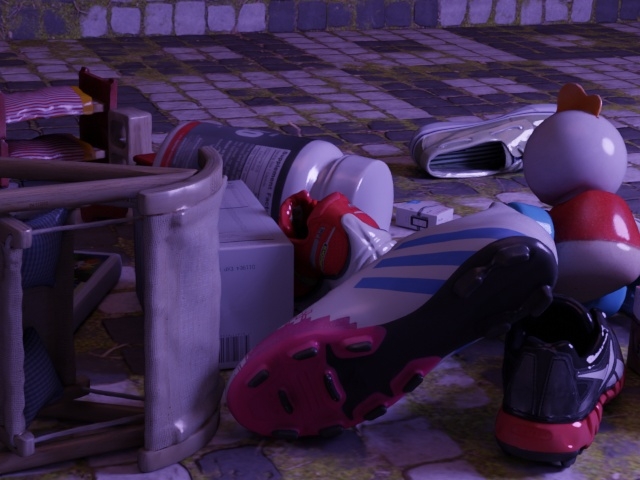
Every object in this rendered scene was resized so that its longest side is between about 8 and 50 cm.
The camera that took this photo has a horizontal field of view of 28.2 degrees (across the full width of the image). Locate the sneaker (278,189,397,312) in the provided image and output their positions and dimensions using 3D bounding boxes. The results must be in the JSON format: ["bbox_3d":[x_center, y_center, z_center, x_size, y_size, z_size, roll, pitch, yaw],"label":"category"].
[{"bbox_3d":[0.000,0.000,1.392,0.107,0.118,0.279,-43,4,-19],"label":"sneaker"}]

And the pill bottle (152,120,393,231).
[{"bbox_3d":[-0.060,-0.057,1.624,0.283,0.161,0.161,11,20,24],"label":"pill bottle"}]

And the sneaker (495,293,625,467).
[{"bbox_3d":[0.238,0.104,1.217,0.098,0.135,0.276,7,18,21],"label":"sneaker"}]

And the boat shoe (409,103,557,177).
[{"bbox_3d":[0.297,-0.146,2.061,0.302,0.109,0.094,-9,35,-6],"label":"boat shoe"}]

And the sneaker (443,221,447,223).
[{"bbox_3d":[0.139,0.045,1.481,0.094,0.081,0.208,19,36,42],"label":"sneaker"}]

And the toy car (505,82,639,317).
[{"bbox_3d":[0.267,-0.053,1.408,0.219,0.238,0.210,12,-18,-23],"label":"toy car"}]

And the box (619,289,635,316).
[{"bbox_3d":[0.463,0.064,1.481,0.183,0.056,0.231,-10,22,-30],"label":"box"}]

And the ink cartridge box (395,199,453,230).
[{"bbox_3d":[0.153,-0.032,1.779,0.083,0.028,0.048,14,22,31],"label":"ink cartridge box"}]

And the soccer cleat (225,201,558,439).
[{"bbox_3d":[0.064,0.073,1.185,0.331,0.116,0.143,-27,26,4],"label":"soccer cleat"}]

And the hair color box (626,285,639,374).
[{"bbox_3d":[0.371,0.114,1.266,0.053,0.093,0.167,-3,18,-15],"label":"hair color box"}]

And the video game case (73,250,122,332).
[{"bbox_3d":[-0.409,0.069,1.411,0.300,0.036,0.329,4,18,6],"label":"video game case"}]

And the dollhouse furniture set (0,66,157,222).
[{"bbox_3d":[-0.346,-0.142,1.863,0.201,0.152,0.374,-12,23,-36],"label":"dollhouse furniture set"}]

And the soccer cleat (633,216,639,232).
[{"bbox_3d":[0.369,-0.003,1.642,0.196,0.076,0.068,3,18,4],"label":"soccer cleat"}]

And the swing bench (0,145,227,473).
[{"bbox_3d":[-0.205,0.060,1.114,0.255,0.253,0.165,-2,19,-9],"label":"swing bench"}]

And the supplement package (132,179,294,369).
[{"bbox_3d":[-0.123,0.032,1.392,0.139,0.134,0.244,-4,19,-14],"label":"supplement package"}]
